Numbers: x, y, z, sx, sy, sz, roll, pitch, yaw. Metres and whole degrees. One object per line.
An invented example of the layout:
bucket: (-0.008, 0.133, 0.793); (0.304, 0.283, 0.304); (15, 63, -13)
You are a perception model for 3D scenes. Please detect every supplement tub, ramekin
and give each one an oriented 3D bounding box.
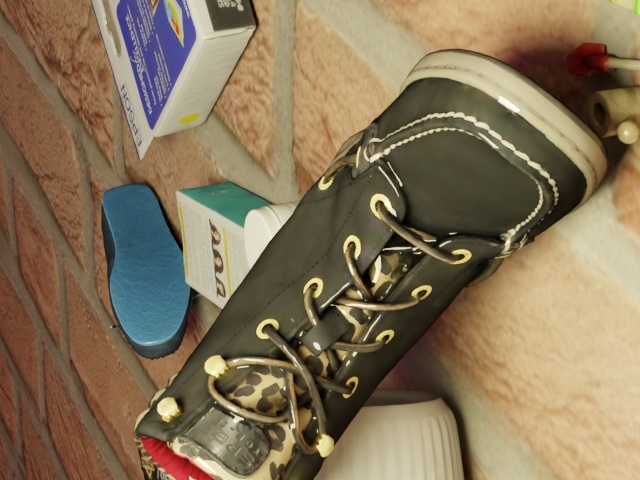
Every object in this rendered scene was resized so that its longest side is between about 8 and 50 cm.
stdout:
supplement tub: (0.000, 0.000, 1.358); (0.071, 0.107, 0.071); (169, 90, -69)
ramekin: (0.012, 0.173, 1.296); (0.207, 0.207, 0.109); (180, 91, -68)

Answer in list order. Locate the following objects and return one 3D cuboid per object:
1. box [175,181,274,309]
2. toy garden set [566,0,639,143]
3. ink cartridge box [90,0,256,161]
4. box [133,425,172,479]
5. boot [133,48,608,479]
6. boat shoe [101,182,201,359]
box: (-0.066, 0.016, 1.597); (0.244, 0.060, 0.100); (-152, 54, -63)
toy garden set: (0.180, -0.122, 0.925); (0.244, 0.049, 0.203); (-137, 41, -57)
ink cartridge box: (-0.164, -0.275, 1.701); (0.307, 0.072, 0.303); (130, 125, -66)
box: (-0.115, 0.347, 1.869); (0.295, 0.073, 0.293); (171, 89, -69)
boot: (0.018, 0.041, 1.078); (0.138, 0.284, 0.377); (39, 164, -10)
boat shoe: (-0.187, 0.043, 1.894); (0.258, 0.109, 0.089); (-100, 7, -47)
